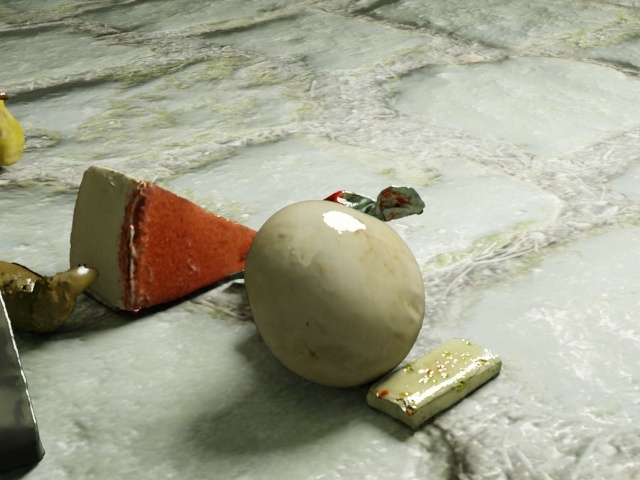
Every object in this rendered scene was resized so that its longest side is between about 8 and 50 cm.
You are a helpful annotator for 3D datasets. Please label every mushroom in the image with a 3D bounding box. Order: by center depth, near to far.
[{"bbox_3d":[-0.003,0.061,1.119,0.209,0.206,0.206,-22,18,23],"label":"mushroom"}]

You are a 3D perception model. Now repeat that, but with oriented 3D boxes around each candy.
[{"bbox_3d":[-0.001,0.001,1.251,0.086,0.292,0.059,26,49,-36],"label":"candy"}]

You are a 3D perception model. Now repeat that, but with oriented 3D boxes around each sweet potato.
[{"bbox_3d":[-0.412,0.070,1.223,0.310,0.098,0.124,-11,34,-11],"label":"sweet potato"}]

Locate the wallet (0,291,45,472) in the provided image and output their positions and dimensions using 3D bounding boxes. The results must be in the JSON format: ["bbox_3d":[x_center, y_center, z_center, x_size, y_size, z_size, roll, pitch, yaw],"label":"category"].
[{"bbox_3d":[-0.484,0.160,0.973,0.406,0.062,0.228,-13,63,-23],"label":"wallet"}]

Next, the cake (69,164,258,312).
[{"bbox_3d":[-0.184,-0.034,1.344,0.262,0.159,0.158,-22,29,-38],"label":"cake"}]

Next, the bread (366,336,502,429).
[{"bbox_3d":[0.120,0.145,1.094,0.154,0.028,0.068,-23,31,-39],"label":"bread"}]

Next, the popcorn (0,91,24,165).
[{"bbox_3d":[-0.651,-0.202,1.658,0.297,0.281,0.316,-7,51,-53],"label":"popcorn"}]
